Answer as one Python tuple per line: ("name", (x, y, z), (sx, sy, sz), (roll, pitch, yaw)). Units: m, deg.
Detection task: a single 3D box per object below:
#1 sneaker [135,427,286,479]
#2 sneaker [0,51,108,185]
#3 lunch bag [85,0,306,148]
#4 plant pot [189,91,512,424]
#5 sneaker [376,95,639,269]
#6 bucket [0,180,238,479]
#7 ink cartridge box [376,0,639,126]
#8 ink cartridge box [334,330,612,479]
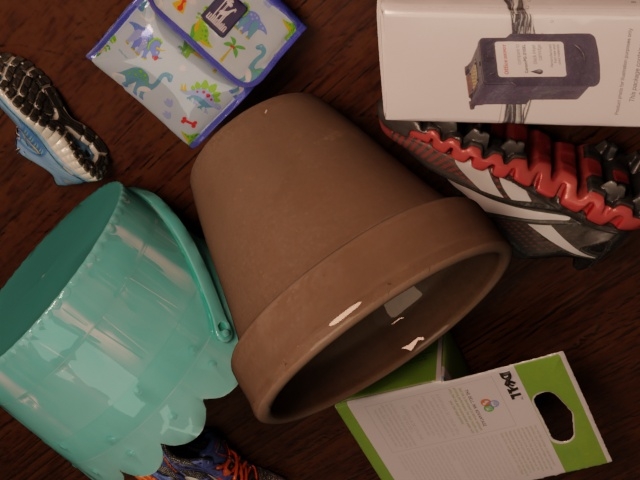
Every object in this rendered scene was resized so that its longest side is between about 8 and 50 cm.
("sneaker", (-0.138, 0.291, 1.243), (0.221, 0.083, 0.087), (21, 121, -11))
("sneaker", (-0.287, -0.111, 0.961), (0.073, 0.063, 0.162), (-21, 122, 28))
("lunch bag", (-0.107, -0.180, 0.859), (0.129, 0.096, 0.151), (42, 109, -18))
("plant pot", (0.000, 0.000, 0.872), (0.229, 0.263, 0.263), (55, 129, 20))
("sneaker", (0.169, -0.054, 0.898), (0.276, 0.097, 0.135), (23, 132, -5))
("bucket", (-0.209, 0.086, 0.975), (0.281, 0.281, 0.183), (-33, 117, 30))
("ink cartridge box", (0.170, -0.174, 0.755), (0.237, 0.172, 0.100), (3, 129, 8))
("ink cartridge box", (0.172, 0.187, 1.092), (0.255, 0.097, 0.189), (-17, 123, 20))
